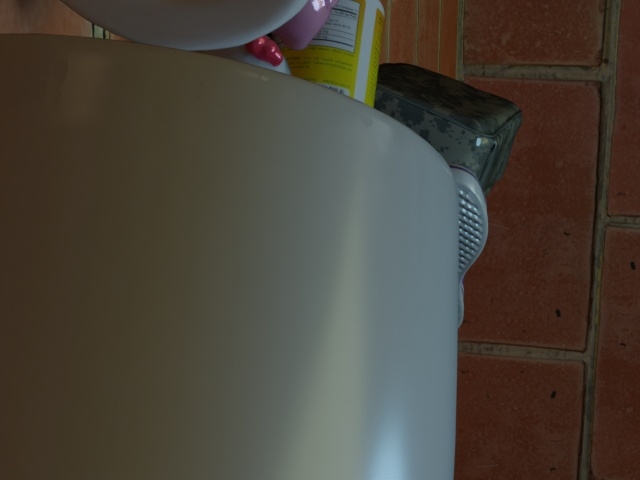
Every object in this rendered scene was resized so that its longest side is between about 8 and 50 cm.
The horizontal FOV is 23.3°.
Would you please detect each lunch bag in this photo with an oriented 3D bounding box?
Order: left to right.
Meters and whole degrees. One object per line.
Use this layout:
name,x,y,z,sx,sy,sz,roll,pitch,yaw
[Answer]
lunch bag,0.106,-0.073,1.958,0.305,0.213,0.256,-39,149,-72

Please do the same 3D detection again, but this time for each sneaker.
sneaker,0.119,-0.032,1.657,0.282,0.102,0.161,98,-1,-58

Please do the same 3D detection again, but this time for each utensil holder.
utensil holder,-0.106,0.150,0.638,0.327,0.328,0.385,61,31,-71

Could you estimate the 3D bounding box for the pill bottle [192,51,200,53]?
pill bottle,-0.101,-0.064,1.190,0.152,0.086,0.086,81,17,-49

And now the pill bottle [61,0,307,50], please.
pill bottle,-0.060,-0.306,1.005,0.361,0.204,0.204,-76,166,-44

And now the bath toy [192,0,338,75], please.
bath toy,-0.037,-0.249,1.335,0.129,0.151,0.348,117,-9,-65

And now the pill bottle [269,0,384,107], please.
pill bottle,0.003,-0.190,1.609,0.117,0.117,0.215,63,33,-70
